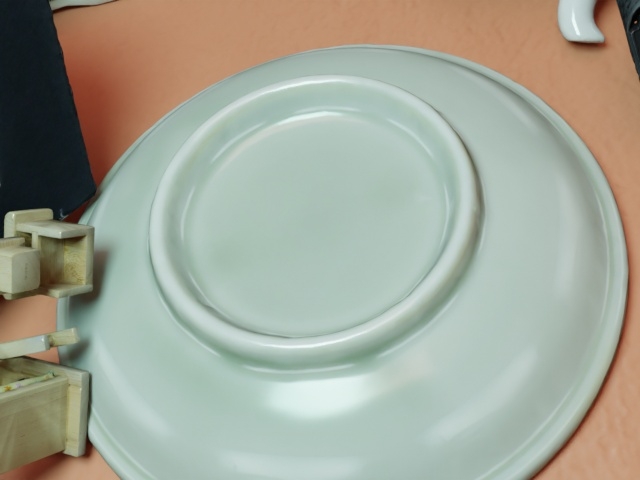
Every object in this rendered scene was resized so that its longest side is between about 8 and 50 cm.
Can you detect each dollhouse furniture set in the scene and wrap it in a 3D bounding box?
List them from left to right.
[{"bbox_3d":[-0.235,0.065,0.637,0.101,0.182,0.160,9,99,27],"label":"dollhouse furniture set"}]

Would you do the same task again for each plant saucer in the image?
[{"bbox_3d":[0.000,0.000,0.715,0.401,0.100,0.400,-6,57,10],"label":"plant saucer"}]

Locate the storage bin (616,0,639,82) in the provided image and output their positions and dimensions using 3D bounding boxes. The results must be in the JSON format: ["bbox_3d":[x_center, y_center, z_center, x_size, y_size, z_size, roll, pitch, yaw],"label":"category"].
[{"bbox_3d":[0.294,-0.159,0.708,0.180,0.122,0.084,-17,43,17],"label":"storage bin"}]

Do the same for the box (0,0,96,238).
[{"bbox_3d":[-0.412,-0.090,0.732,0.396,0.212,0.293,21,46,28],"label":"box"}]

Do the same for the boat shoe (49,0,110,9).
[{"bbox_3d":[-0.279,-0.239,0.928,0.305,0.091,0.109,-19,57,0],"label":"boat shoe"}]

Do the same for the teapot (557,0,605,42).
[{"bbox_3d":[0.128,-0.308,0.825,0.187,0.253,0.256,-50,29,23],"label":"teapot"}]
